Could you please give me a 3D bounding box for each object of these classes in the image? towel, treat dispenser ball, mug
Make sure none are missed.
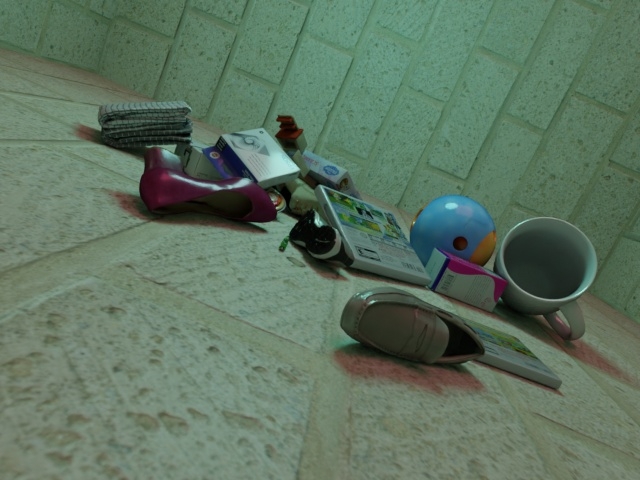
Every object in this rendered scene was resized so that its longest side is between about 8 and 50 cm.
[{"bbox_3d":[-0.557,-0.376,1.538,0.284,0.121,0.235,-9,23,-20],"label":"towel"},{"bbox_3d":[0.450,-0.012,1.639,0.288,0.288,0.288,23,12,-5],"label":"treat dispenser ball"},{"bbox_3d":[0.732,0.152,1.566,0.328,0.276,0.374,63,2,-66],"label":"mug"}]

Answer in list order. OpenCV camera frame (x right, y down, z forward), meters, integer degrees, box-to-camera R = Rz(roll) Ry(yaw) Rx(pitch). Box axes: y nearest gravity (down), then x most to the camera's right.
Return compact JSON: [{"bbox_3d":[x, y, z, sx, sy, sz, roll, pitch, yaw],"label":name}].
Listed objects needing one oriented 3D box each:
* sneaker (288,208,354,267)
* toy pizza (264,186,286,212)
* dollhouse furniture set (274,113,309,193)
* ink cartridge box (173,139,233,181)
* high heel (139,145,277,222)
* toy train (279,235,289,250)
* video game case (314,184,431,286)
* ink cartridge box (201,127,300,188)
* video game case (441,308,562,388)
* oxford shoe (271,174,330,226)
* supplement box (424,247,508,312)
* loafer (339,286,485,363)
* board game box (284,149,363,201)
[{"bbox_3d":[0.000,0.000,1.243,0.108,0.100,0.271,40,3,-30],"label":"sneaker"},{"bbox_3d":[-0.198,-0.141,1.440,0.201,0.032,0.201,16,30,-10],"label":"toy pizza"},{"bbox_3d":[-0.165,-0.301,1.649,0.262,0.259,0.135,13,-33,36],"label":"dollhouse furniture set"},{"bbox_3d":[-0.373,-0.254,1.582,0.160,0.092,0.219,12,16,-39],"label":"ink cartridge box"},{"bbox_3d":[-0.247,-0.072,1.123,0.377,0.127,0.181,20,41,-37],"label":"high heel"},{"bbox_3d":[-0.088,0.005,1.178,0.017,0.023,0.083,23,13,-3],"label":"toy train"},{"bbox_3d":[0.154,-0.012,1.405,0.329,0.036,0.300,16,37,-39],"label":"video game case"},{"bbox_3d":[-0.212,-0.248,1.463,0.224,0.045,0.223,-23,62,-36],"label":"ink cartridge box"},{"bbox_3d":[0.396,0.241,1.089,0.227,0.026,0.206,21,13,-10],"label":"video game case"},{"bbox_3d":[-0.023,-0.105,1.608,0.147,0.140,0.397,-18,37,-36],"label":"oxford shoe"},{"bbox_3d":[0.439,0.121,1.473,0.220,0.111,0.114,22,12,-13],"label":"supplement box"},{"bbox_3d":[0.171,0.154,0.828,0.320,0.112,0.111,15,7,-38],"label":"loafer"},{"bbox_3d":[0.036,-0.184,1.774,0.318,0.066,0.318,35,-14,43],"label":"board game box"}]
